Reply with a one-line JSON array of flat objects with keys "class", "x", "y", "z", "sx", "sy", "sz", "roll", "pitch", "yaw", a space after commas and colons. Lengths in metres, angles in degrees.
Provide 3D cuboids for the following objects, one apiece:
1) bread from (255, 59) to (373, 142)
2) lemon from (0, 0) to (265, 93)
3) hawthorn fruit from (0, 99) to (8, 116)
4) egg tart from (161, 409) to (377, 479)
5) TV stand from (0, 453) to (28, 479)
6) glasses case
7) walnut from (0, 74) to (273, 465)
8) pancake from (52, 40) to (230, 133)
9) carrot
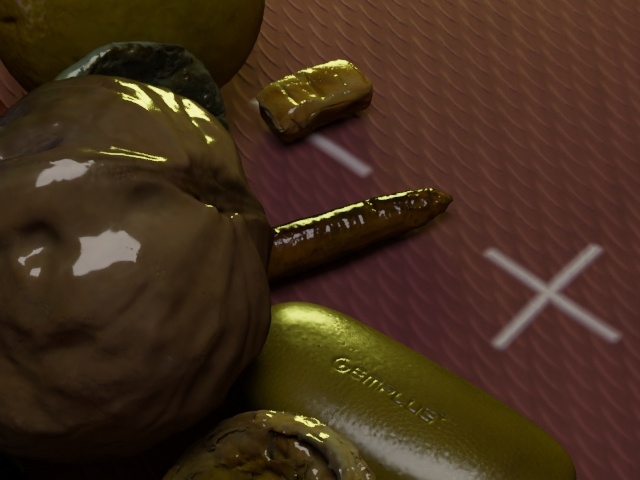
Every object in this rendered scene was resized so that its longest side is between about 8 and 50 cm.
[{"class": "bread", "x": -0.007, "y": -0.164, "z": 2.137, "sx": 0.132, "sy": 0.053, "sz": 0.074, "roll": -22, "pitch": 52, "yaw": -18}, {"class": "lemon", "x": -0.226, "y": -0.296, "z": 2.078, "sx": 0.348, "sy": 0.348, "sz": 0.348, "roll": -1, "pitch": 49, "yaw": 1}, {"class": "hawthorn fruit", "x": -0.404, "y": -0.057, "z": 1.957, "sx": 0.231, "sy": 0.263, "sz": 0.235, "roll": 21, "pitch": 82, "yaw": 54}, {"class": "egg tart", "x": -0.047, "y": 0.297, "z": 1.681, "sx": 0.291, "sy": 0.107, "sz": 0.290, "roll": -12, "pitch": 69, "yaw": 34}, {"class": "TV stand", "x": -0.348, "y": 0.181, "z": 1.858, "sx": 0.040, "sy": 0.049, "sz": 0.256, "roll": -26, "pitch": 53, "yaw": -20}, {"class": "glasses case", "x": 0.063, "y": 0.188, "z": 1.768, "sx": 0.371, "sy": 0.141, "sz": 0.173, "roll": 29, "pitch": 51, "yaw": 24}, {"class": "walnut", "x": -0.224, "y": 0.035, "z": 1.728, "sx": 0.384, "sy": 0.383, "sz": 0.383, "roll": -1, "pitch": 49, "yaw": 1}, {"class": "pancake", "x": -0.204, "y": -0.098, "z": 1.961, "sx": 0.253, "sy": 0.253, "sz": 0.037, "roll": -31, "pitch": 34, "yaw": -22}, {"class": "carrot", "x": 0.000, "y": 0.000, "z": 1.998, "sx": 0.314, "sy": 0.066, "sz": 0.066, "roll": -16, "pitch": 51, "yaw": -16}]
